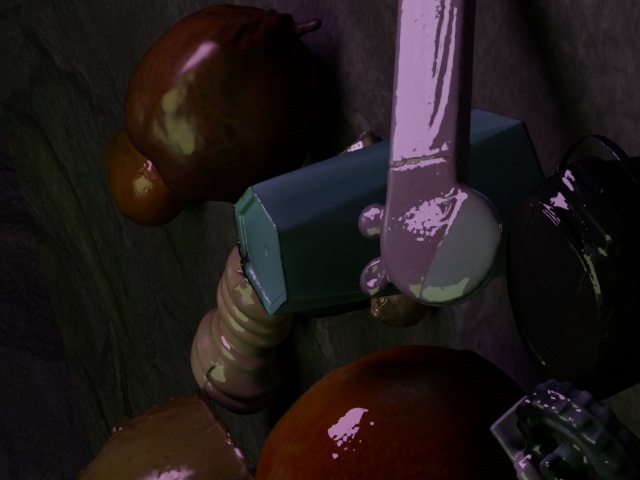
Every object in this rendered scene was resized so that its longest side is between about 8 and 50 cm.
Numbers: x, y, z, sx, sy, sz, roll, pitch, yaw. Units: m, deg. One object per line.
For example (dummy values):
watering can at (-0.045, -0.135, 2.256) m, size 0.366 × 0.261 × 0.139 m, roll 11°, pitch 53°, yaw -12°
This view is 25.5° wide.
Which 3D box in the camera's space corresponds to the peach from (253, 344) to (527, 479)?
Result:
peach at (0.082, 0.246, 1.217) m, size 0.308 × 0.308 × 0.332 m, roll 37°, pitch 123°, yaw 58°

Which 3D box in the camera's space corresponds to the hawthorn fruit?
hawthorn fruit at (-0.084, -0.159, 1.502) m, size 0.248 × 0.208 × 0.208 m, roll -49°, pitch 54°, yaw 33°

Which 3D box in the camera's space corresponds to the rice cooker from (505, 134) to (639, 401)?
rice cooker at (0.201, 0.022, 0.984) m, size 0.203 × 0.118 × 0.142 m, roll 100°, pitch 148°, yaw -48°

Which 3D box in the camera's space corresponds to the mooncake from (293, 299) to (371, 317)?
mooncake at (0.000, 0.000, 1.498) m, size 0.168 × 0.104 × 0.175 m, roll -123°, pitch 31°, yaw -54°

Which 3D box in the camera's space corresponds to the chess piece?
chess piece at (-0.081, 0.073, 1.748) m, size 0.307 × 0.124 × 0.139 m, roll 109°, pitch 178°, yaw -49°

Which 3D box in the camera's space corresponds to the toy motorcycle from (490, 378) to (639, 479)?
toy motorcycle at (0.233, 0.237, 0.978) m, size 0.327 × 0.143 × 0.188 m, roll 50°, pitch 158°, yaw 1°

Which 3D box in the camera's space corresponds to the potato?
potato at (-0.186, 0.418, 1.781) m, size 0.385 × 0.319 × 0.442 m, roll 49°, pitch 163°, yaw 45°

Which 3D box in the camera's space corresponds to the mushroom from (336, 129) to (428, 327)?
mushroom at (0.060, -0.013, 1.396) m, size 0.054 × 0.059 × 0.202 m, roll 35°, pitch -139°, yaw -75°

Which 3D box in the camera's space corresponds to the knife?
knife at (0.091, -0.142, 1.086) m, size 0.132 × 0.038 × 0.398 m, roll -8°, pitch 73°, yaw 36°

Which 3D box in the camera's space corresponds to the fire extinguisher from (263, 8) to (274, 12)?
fire extinguisher at (-0.053, -0.218, 1.596) m, size 0.028 × 0.022 × 0.083 m, roll -23°, pitch -81°, yaw -73°

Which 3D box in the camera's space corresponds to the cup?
cup at (0.053, -0.021, 1.169) m, size 0.148 × 0.236 × 0.134 m, roll -154°, pitch 54°, yaw -66°

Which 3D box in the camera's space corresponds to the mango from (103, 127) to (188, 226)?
mango at (-0.257, -0.095, 2.054) m, size 0.253 × 0.113 × 0.138 m, roll -148°, pitch 48°, yaw -63°
